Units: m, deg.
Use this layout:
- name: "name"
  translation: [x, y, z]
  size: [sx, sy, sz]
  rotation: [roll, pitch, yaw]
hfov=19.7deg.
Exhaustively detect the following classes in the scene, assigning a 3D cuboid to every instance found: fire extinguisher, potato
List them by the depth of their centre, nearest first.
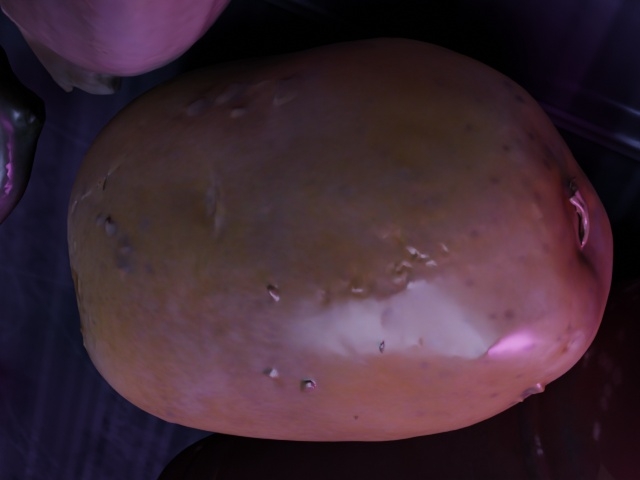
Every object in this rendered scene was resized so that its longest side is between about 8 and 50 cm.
- name: "potato"
  translation: [0.000, 0.000, 0.556]
  size: [0.178, 0.109, 0.119]
  rotation: [-1, 110, 28]
- name: "fire extinguisher"
  translation: [0.085, 0.081, 0.629]
  size: [0.138, 0.102, 0.344]
  rotation: [20, 151, -34]

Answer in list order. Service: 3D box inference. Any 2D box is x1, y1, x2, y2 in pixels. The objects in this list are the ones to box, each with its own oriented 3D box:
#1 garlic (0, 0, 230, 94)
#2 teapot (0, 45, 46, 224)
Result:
- name: "garlic"
  translation: [-0.062, -0.113, 0.484]
  size: [0.101, 0.087, 0.196]
  rotation: [18, 149, 33]
- name: "teapot"
  translation: [-0.185, -0.085, 0.541]
  size: [0.182, 0.173, 0.269]
  rotation: [-38, 124, 25]
